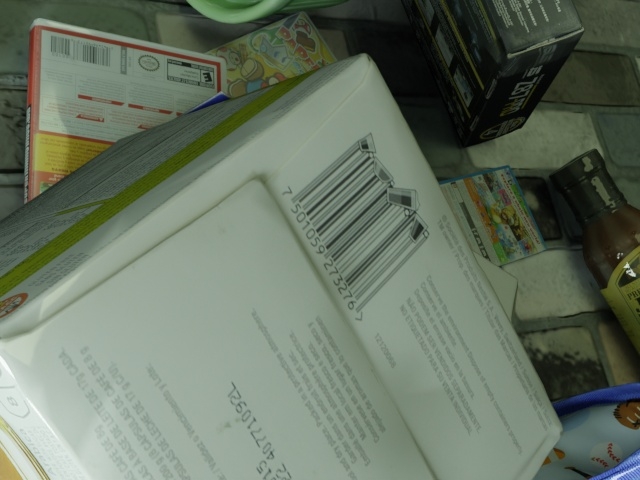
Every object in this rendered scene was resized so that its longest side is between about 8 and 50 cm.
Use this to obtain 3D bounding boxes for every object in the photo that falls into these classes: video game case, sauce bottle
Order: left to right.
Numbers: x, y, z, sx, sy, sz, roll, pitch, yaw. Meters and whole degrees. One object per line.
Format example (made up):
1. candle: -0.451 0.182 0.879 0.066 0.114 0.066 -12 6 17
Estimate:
1. video game case: -0.183 -0.062 1.001 0.204 0.025 0.285 7 72 -31
2. video game case: -0.028 -0.130 1.154 0.206 0.026 0.227 -33 89 -39
3. video game case: 0.196 -0.024 1.262 0.166 0.015 0.119 -15 77 -37
4. sauce bottle: 0.405 0.047 1.311 0.111 0.111 0.344 -30 86 -39

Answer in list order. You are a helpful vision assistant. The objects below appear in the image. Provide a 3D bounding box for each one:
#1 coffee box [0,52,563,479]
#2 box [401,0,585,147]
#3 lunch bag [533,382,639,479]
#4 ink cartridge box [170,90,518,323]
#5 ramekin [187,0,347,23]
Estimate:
1. coffee box: -0.095 0.115 0.762 0.338 0.334 0.338 -43 111 -38
2. box: 0.149 -0.337 1.187 0.097 0.318 0.395 -20 79 -3
3. lunch bag: 0.290 0.315 0.936 0.328 0.385 0.239 52 51 -4
4. ink cartridge box: 0.000 0.000 0.984 0.370 0.175 0.069 32 58 -28
5. ramekin: -0.041 -0.383 1.089 0.148 0.303 0.304 -11 76 -40
